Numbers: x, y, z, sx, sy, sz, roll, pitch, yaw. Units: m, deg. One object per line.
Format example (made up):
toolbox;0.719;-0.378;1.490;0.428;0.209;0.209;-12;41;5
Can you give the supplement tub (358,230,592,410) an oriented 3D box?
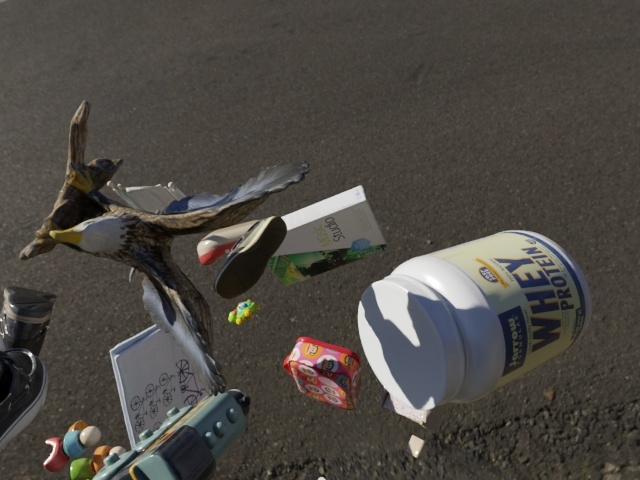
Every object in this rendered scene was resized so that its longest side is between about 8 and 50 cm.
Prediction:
supplement tub;0.251;0.123;0.722;0.325;0.235;0.235;-14;43;-29

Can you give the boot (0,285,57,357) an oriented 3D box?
boot;-0.879;0.292;1.262;0.378;0.138;0.283;7;81;55

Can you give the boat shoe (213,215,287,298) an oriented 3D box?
boat shoe;-0.108;0.024;0.651;0.049;0.056;0.152;3;45;47

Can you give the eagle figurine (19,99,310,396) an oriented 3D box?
eagle figurine;-0.170;0.004;0.464;0.299;0.226;0.225;16;35;13

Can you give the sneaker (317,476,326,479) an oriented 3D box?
sneaker;-0.002;0.855;1.469;0.070;0.050;0.134;-15;3;-19

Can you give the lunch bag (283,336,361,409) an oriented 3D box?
lunch bag;0.003;0.443;1.441;0.259;0.293;0.120;11;52;16

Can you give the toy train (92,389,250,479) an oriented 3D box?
toy train;-0.248;0.384;0.789;0.190;0.334;0.142;-33;85;16

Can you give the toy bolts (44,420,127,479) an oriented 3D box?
toy bolts;-0.754;0.657;1.417;0.159;0.228;0.218;-26;52;-4

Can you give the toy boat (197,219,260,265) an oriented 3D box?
toy boat;-0.254;0.033;1.332;0.231;0.151;0.151;-16;10;-10

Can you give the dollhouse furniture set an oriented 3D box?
dollhouse furniture set;0.214;0.391;1.283;0.303;0.174;0.355;-2;53;56

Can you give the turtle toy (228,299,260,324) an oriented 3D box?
turtle toy;-0.294;0.273;1.637;0.130;0.095;0.066;-44;81;18

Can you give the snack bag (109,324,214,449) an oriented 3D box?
snack bag;-0.377;0.359;1.130;0.037;0.322;0.342;-2;12;22

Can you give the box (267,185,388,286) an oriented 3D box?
box;0.000;0.000;1.164;0.322;0.232;0.058;-20;51;12

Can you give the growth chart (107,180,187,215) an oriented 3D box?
growth chart;-0.444;-0.104;1.191;0.238;0.172;0.021;2;57;22

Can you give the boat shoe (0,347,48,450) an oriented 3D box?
boat shoe;-0.312;0.141;0.397;0.080;0.075;0.228;12;7;-13
